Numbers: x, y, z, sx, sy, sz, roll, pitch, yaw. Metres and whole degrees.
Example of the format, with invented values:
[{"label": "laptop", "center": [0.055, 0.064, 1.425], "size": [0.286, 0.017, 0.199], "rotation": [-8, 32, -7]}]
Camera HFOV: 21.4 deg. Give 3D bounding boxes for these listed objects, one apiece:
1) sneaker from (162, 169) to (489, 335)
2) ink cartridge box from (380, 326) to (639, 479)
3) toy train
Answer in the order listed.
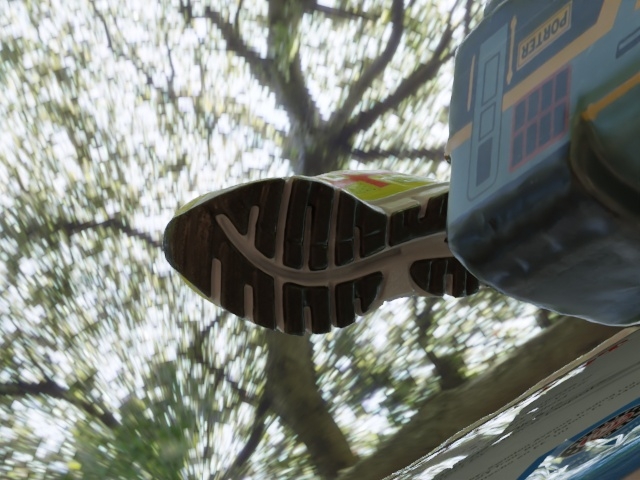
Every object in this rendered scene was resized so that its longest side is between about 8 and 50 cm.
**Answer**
[{"label": "sneaker", "center": [0.000, 0.000, 0.909], "size": [0.208, 0.094, 0.081], "rotation": [0, -78, -36]}, {"label": "ink cartridge box", "center": [0.053, 0.087, 0.394], "size": [0.139, 0.190, 0.082], "rotation": [-33, -94, 5]}, {"label": "toy train", "center": [0.155, -0.098, 0.556], "size": [0.142, 0.334, 0.190], "rotation": [16, -116, -22]}]
